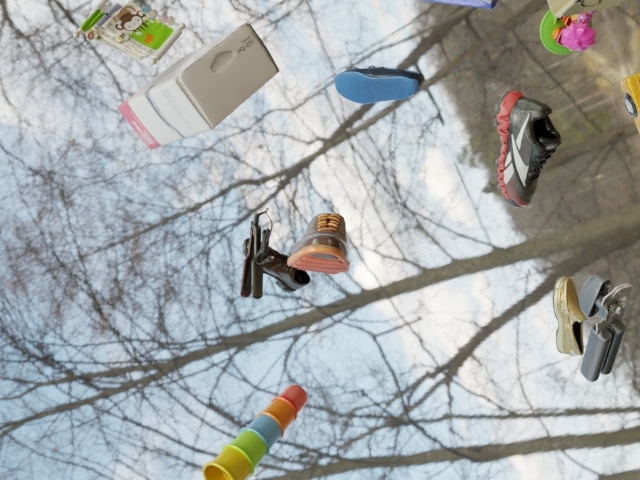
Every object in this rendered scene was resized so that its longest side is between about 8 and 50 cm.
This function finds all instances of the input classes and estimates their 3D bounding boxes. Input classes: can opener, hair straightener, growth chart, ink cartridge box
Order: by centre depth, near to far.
[{"bbox_3d":[-0.189,-0.231,1.060,0.158,0.217,0.092,-48,-67,-28],"label":"ink cartridge box"},{"bbox_3d":[0.593,0.182,1.478,0.095,0.075,0.284,52,158,42],"label":"can opener"},{"bbox_3d":[-0.142,0.033,1.718,0.047,0.089,0.231,15,-96,-53],"label":"hair straightener"},{"bbox_3d":[-0.477,-0.535,1.757,0.021,0.237,0.172,109,-179,-66],"label":"growth chart"}]

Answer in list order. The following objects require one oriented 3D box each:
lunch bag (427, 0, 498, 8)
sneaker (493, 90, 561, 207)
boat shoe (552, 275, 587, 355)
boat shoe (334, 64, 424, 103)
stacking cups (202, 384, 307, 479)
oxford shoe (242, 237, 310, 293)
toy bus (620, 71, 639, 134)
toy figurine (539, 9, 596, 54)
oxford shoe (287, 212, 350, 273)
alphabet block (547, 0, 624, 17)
[{"bbox_3d":[0.336,-0.839,1.895,0.239,0.385,0.328,-44,-44,-35],"label":"lunch bag"},{"bbox_3d":[0.461,-0.190,1.536,0.097,0.135,0.276,-31,-55,-35],"label":"sneaker"},{"bbox_3d":[0.601,0.179,1.649,0.068,0.072,0.190,-12,-82,-31],"label":"boat shoe"},{"bbox_3d":[0.160,-0.414,1.862,0.089,0.258,0.109,-40,-45,-41],"label":"boat shoe"},{"bbox_3d":[-0.137,0.450,1.593,0.316,0.096,0.096,-38,-76,-51],"label":"stacking cups"},{"bbox_3d":[-0.110,0.055,1.829,0.227,0.096,0.083,37,-130,-37],"label":"oxford shoe"},{"bbox_3d":[0.687,-0.173,1.307,0.130,0.108,0.333,-34,-78,-81],"label":"toy bus"},{"bbox_3d":[0.627,-0.525,1.683,0.130,0.173,0.159,20,-157,-7],"label":"toy figurine"},{"bbox_3d":[0.000,0.000,1.495,0.364,0.129,0.133,135,143,-85],"label":"oxford shoe"},{"bbox_3d":[0.600,-0.626,1.499,0.197,0.192,0.194,137,118,-74],"label":"alphabet block"}]
